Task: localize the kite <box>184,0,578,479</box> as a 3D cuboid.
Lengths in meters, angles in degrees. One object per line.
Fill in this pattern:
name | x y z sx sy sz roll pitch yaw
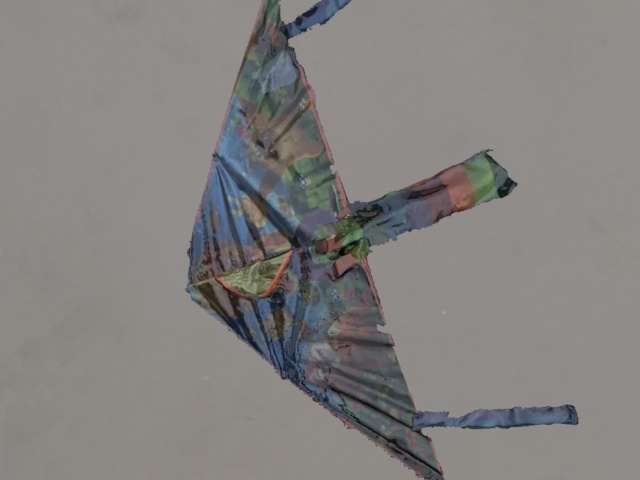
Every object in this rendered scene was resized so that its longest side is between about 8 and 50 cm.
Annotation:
kite | 0.000 0.000 0.377 0.160 0.010 0.183 -20 88 42
